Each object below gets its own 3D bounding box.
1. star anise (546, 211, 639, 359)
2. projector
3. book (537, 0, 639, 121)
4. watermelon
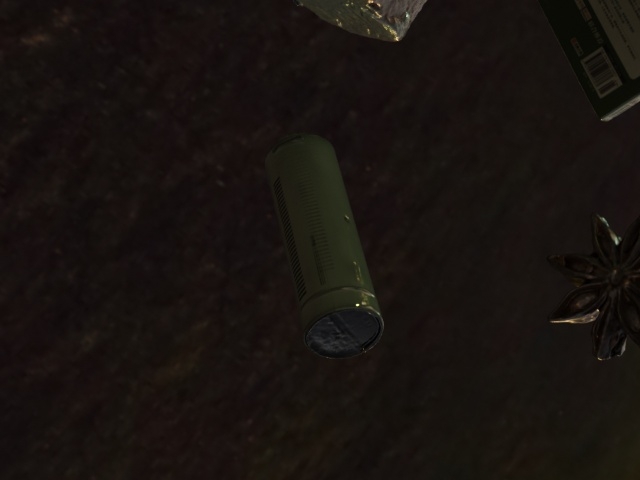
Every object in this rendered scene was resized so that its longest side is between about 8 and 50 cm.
[{"bbox_3d":[0.460,0.070,1.773,0.236,0.223,0.109,-46,142,4],"label":"star anise"},{"bbox_3d":[0.000,0.000,1.598,0.108,0.338,0.108,-8,137,-7],"label":"projector"},{"bbox_3d":[0.387,-0.289,1.340,0.264,0.202,0.027,-34,159,33],"label":"book"},{"bbox_3d":[0.055,-0.386,1.552,0.387,0.228,0.258,-62,135,-58],"label":"watermelon"}]
